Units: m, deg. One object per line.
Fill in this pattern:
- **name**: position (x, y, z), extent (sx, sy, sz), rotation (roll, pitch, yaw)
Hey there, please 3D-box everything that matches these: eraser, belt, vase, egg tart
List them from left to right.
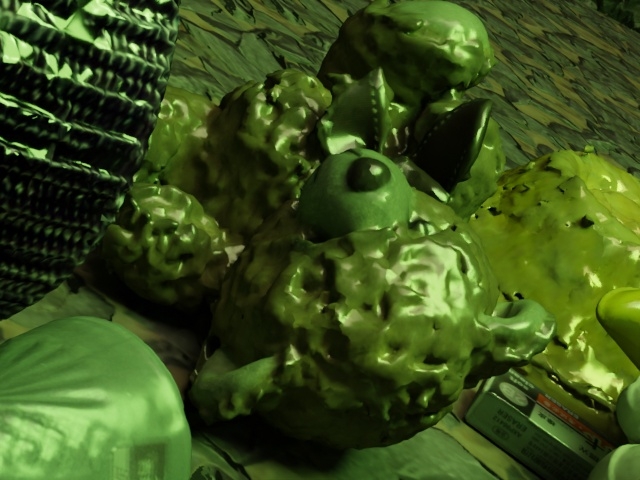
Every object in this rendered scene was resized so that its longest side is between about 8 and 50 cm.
- **belt**: position (-0.183, -0.100, 0.554), extent (0.122, 0.260, 0.325), rotation (16, 20, -50)
- **vase**: position (-0.146, 0.085, 0.464), extent (0.096, 0.096, 0.219), rotation (43, 26, 22)
- **eraser**: position (0.147, 0.125, 0.882), extent (0.122, 0.029, 0.052), rotation (36, 24, 5)
- **egg tart**: position (0.223, 0.032, 1.061), extent (0.345, 0.132, 0.345), rotation (28, 20, -11)

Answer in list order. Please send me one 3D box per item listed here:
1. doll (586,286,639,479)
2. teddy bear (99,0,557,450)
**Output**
- **doll**: position (0.222, 0.145, 0.804), extent (0.252, 0.111, 0.237), rotation (31, 55, -25)
- **teddy bear**: position (0.000, 0.000, 0.770), extent (0.267, 0.156, 0.256), rotation (-15, 37, -9)
